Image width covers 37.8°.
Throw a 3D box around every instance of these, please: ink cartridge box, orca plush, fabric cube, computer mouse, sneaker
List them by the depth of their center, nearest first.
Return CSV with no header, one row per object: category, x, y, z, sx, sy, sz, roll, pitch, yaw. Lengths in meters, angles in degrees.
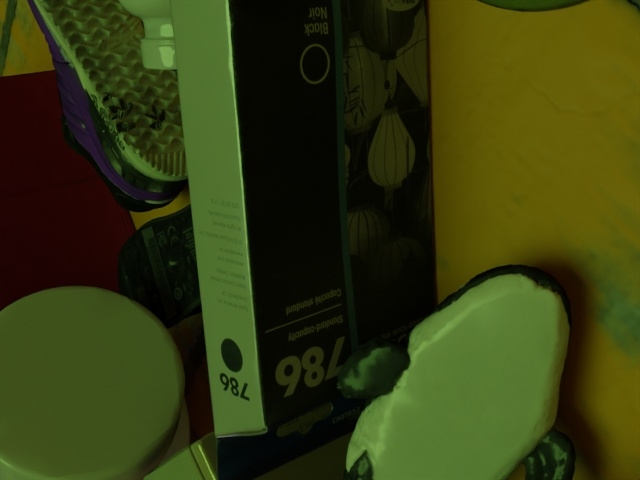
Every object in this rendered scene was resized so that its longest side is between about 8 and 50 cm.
ink cartridge box,0.000,0.000,0.607,0.065,0.165,0.332,14,114,45
orca plush,0.087,0.139,0.619,0.151,0.102,0.287,11,105,13
computer mouse,-0.064,0.036,0.783,0.262,0.060,0.184,-34,72,38
sneaker,-0.204,-0.152,0.844,0.293,0.102,0.146,65,147,14
fabric cube,-0.376,-0.005,0.974,0.254,0.258,0.259,-28,81,51

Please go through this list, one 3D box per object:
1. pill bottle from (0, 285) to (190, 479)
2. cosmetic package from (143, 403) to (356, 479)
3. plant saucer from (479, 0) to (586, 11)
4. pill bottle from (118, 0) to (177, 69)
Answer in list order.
pill bottle,-0.230,0.205,0.870,0.204,0.204,0.361,54,149,22
cosmetic package,0.011,0.276,0.698,0.113,0.160,0.309,-41,72,48
plant saucer,0.104,-0.244,0.498,0.241,0.037,0.241,21,119,44
pill bottle,-0.105,-0.225,0.698,0.103,0.103,0.184,16,115,46
